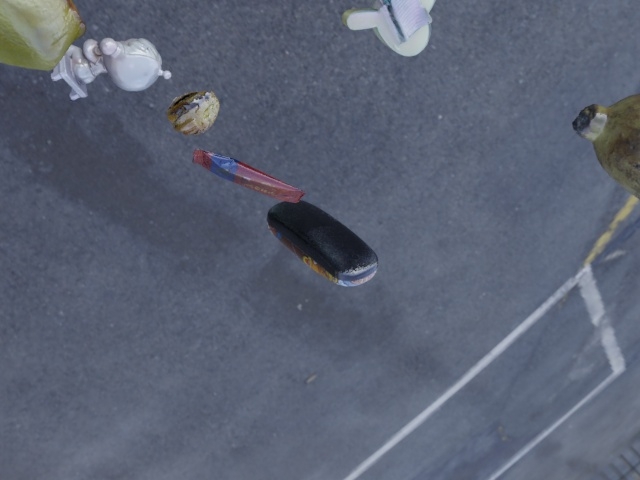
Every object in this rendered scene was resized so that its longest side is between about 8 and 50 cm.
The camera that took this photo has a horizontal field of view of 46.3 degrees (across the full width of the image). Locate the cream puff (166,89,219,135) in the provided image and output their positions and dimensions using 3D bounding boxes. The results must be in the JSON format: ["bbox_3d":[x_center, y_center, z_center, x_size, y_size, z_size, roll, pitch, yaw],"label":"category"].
[{"bbox_3d":[-0.311,-0.316,1.855,0.133,0.119,0.104,-28,110,-9],"label":"cream puff"}]

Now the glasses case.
[{"bbox_3d":[0.000,0.000,1.728,0.122,0.321,0.082,-26,136,-30],"label":"glasses case"}]

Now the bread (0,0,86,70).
[{"bbox_3d":[-0.585,-0.442,1.416,0.148,0.270,0.270,-69,154,-21],"label":"bread"}]

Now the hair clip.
[{"bbox_3d":[0.105,-0.344,1.077,0.159,0.071,0.218,-41,146,-5],"label":"hair clip"}]

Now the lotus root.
[{"bbox_3d":[0.407,-0.110,0.885,0.138,0.214,0.138,-50,160,-26],"label":"lotus root"}]

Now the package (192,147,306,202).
[{"bbox_3d":[-0.124,-0.109,1.285,0.083,0.200,0.022,134,-24,-73],"label":"package"}]

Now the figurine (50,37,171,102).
[{"bbox_3d":[-0.478,-0.403,1.723,0.257,0.144,0.182,-7,147,0],"label":"figurine"}]
